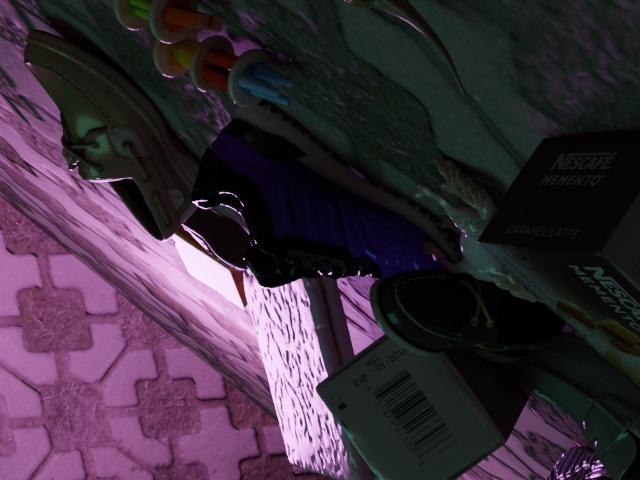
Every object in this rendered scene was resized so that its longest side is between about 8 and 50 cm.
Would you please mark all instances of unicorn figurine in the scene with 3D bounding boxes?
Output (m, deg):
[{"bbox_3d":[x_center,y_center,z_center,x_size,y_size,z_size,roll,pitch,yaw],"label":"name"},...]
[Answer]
[{"bbox_3d":[0.139,0.002,1.036,0.111,0.060,0.162,31,169,36],"label":"unicorn figurine"}]

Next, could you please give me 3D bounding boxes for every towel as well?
[{"bbox_3d":[-0.016,0.163,1.630,0.332,0.053,0.316,166,90,-72],"label":"towel"}]

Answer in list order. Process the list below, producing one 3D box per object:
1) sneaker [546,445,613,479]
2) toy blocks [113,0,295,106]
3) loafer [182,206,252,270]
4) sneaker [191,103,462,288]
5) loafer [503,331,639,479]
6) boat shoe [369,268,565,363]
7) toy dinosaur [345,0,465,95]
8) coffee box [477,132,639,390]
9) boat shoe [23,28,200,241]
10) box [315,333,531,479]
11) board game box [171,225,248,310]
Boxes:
[{"bbox_3d":[0.373,0.326,1.519,0.132,0.086,0.228,34,166,-2],"label":"sneaker"},{"bbox_3d":[-0.095,-0.169,1.037,0.148,0.054,0.123,25,164,36],"label":"toy blocks"},{"bbox_3d":[-0.142,-0.005,1.711,0.148,0.056,0.050,40,170,26],"label":"loafer"},{"bbox_3d":[0.000,0.000,1.181,0.293,0.146,0.102,35,166,4],"label":"sneaker"},{"bbox_3d":[0.300,0.180,1.139,0.319,0.111,0.112,25,163,38],"label":"loafer"},{"bbox_3d":[0.137,0.063,1.093,0.069,0.081,0.228,-27,154,37],"label":"boat shoe"},{"bbox_3d":[0.027,-0.170,0.784,0.183,0.053,0.093,37,-176,27],"label":"toy dinosaur"},{"bbox_3d":[0.247,0.041,0.823,0.246,0.098,0.141,41,165,-22],"label":"coffee box"},{"bbox_3d":[-0.253,-0.118,1.464,0.122,0.110,0.341,23,161,43],"label":"boat shoe"},{"bbox_3d":[0.112,0.153,1.218,0.148,0.127,0.232,53,-165,6],"label":"box"},{"bbox_3d":[-0.179,0.043,1.993,0.124,0.039,0.259,33,164,12],"label":"board game box"}]
